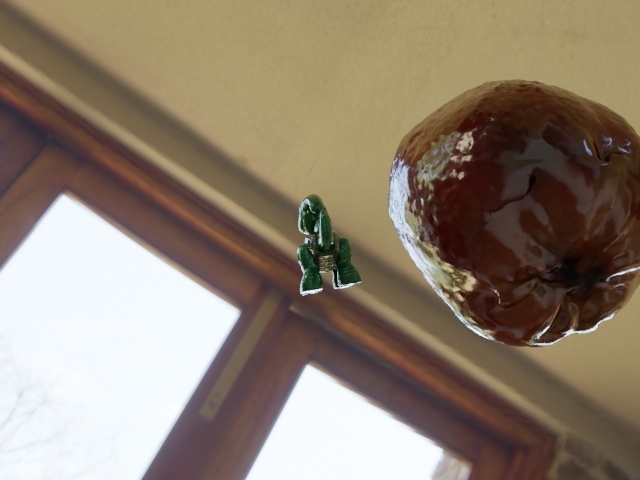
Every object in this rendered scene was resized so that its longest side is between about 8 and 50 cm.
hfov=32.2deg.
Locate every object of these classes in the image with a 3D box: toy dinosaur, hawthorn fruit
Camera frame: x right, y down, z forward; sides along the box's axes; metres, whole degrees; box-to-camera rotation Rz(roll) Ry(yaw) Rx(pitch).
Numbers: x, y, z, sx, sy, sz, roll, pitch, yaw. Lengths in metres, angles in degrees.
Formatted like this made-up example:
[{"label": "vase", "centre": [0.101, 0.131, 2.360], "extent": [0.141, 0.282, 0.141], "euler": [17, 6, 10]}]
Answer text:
[{"label": "toy dinosaur", "centre": [0.000, 0.000, 1.048], "extent": [0.059, 0.096, 0.132], "euler": [-11, -8, -6]}, {"label": "hawthorn fruit", "centre": [0.130, -0.025, 0.705], "extent": [0.174, 0.179, 0.173], "euler": [1, -75, 5]}]
